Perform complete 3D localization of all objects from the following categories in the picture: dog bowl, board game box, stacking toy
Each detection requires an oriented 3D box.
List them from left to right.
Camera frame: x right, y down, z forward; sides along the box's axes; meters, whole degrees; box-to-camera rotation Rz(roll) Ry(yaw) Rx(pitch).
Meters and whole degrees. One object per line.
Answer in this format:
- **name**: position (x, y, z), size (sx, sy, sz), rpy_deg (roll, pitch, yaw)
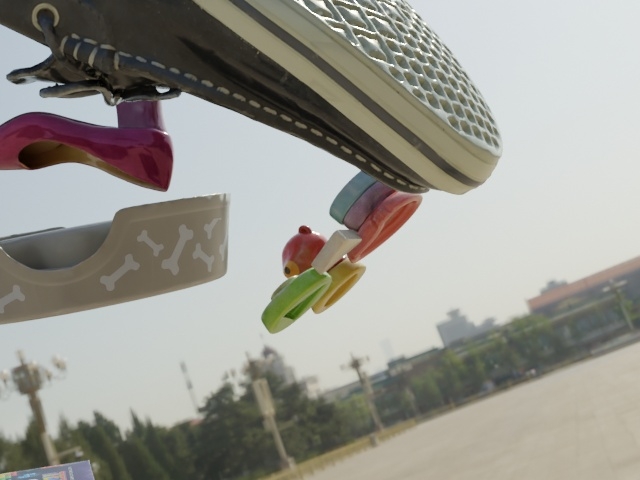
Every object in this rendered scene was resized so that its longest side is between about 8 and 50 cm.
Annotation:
- **board game box**: position (-0.378, 0.356, 1.244), size (0.141, 0.048, 0.170), rpy_deg (-6, 6, -19)
- **dog bowl**: position (-0.271, 0.022, 1.096), size (0.348, 0.102, 0.349), rpy_deg (-10, 2, 0)
- **stacking toy**: position (0.000, 0.000, 1.470), size (0.279, 0.130, 0.309), rpy_deg (-25, -23, -54)

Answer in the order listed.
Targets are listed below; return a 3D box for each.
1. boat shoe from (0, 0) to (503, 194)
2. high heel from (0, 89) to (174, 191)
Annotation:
- **boat shoe**: position (-0.117, -0.159, 0.573), size (0.156, 0.500, 0.187), rpy_deg (-60, 1, 28)
- **high heel**: position (-0.432, -0.133, 1.570), size (0.377, 0.181, 0.127), rpy_deg (-15, -18, 18)
